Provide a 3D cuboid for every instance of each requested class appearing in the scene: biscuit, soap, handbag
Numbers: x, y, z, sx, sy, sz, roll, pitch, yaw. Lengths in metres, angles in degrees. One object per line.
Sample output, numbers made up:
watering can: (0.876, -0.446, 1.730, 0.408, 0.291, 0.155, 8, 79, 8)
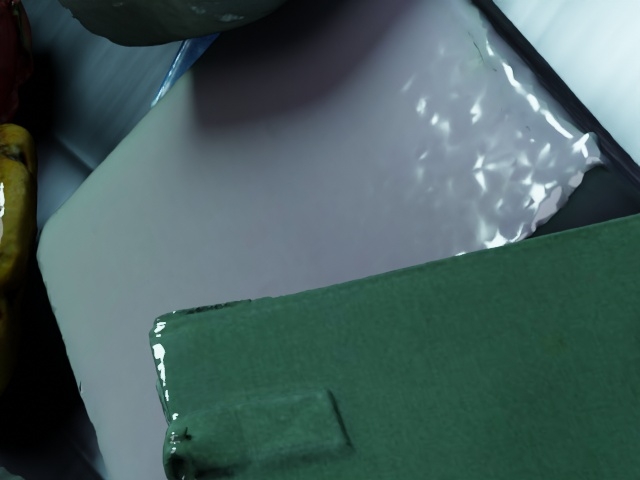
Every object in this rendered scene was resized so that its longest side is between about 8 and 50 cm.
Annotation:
biscuit: (-0.211, 0.029, 0.954, 0.212, 0.036, 0.212, -170, 90, -72)
soap: (0.000, 0.000, 0.773, 0.296, 0.107, 0.285, -44, 43, 15)
handbag: (0.074, 0.113, 0.543, 0.079, 0.260, 0.248, 98, 160, -48)

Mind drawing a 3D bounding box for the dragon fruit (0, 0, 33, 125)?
dragon fruit: (-0.327, -0.133, 1.055, 0.233, 0.293, 0.234, -1, 88, 16)

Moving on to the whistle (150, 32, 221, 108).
whistle: (-0.042, -0.139, 0.914, 0.090, 0.090, 0.158, 16, 78, 47)

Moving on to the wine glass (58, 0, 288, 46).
wine glass: (-0.027, -0.177, 0.743, 0.241, 0.126, 0.126, -15, 57, 39)

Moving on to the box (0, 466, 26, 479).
box: (-0.130, 0.312, 0.641, 0.359, 0.091, 0.350, 42, 126, 46)
